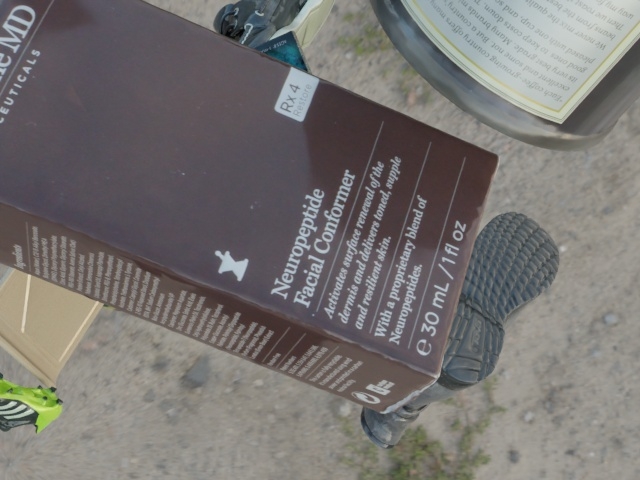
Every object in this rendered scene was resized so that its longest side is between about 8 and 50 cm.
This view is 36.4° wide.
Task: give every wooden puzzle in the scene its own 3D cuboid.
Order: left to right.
[{"bbox_3d":[-0.367,0.062,1.348,0.044,0.221,0.238,15,64,20],"label":"wooden puzzle"}]

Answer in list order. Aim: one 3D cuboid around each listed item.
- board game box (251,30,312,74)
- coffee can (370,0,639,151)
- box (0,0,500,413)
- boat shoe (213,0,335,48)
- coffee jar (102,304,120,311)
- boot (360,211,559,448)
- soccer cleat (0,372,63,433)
[{"bbox_3d":[-0.084,-0.090,0.860,0.186,0.026,0.126,-23,98,9],"label":"board game box"},{"bbox_3d":[0.182,-0.218,0.589,0.202,0.275,0.201,19,44,-20],"label":"coffee can"},{"bbox_3d":[-0.079,-0.036,0.723,0.382,0.143,0.191,21,65,-5],"label":"box"},{"bbox_3d":[-0.084,-0.278,1.295,0.113,0.127,0.340,27,56,5],"label":"boat shoe"},{"bbox_3d":[-0.425,0.070,1.864,0.079,0.184,0.096,15,77,29],"label":"coffee jar"},{"bbox_3d":[0.174,0.111,1.294,0.118,0.222,0.338,44,48,4],"label":"boot"},{"bbox_3d":[-0.423,0.213,1.283,0.072,0.060,0.179,-50,134,10],"label":"soccer cleat"}]
